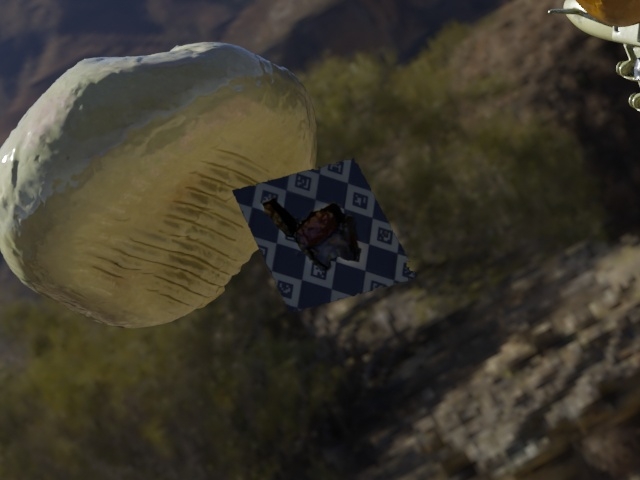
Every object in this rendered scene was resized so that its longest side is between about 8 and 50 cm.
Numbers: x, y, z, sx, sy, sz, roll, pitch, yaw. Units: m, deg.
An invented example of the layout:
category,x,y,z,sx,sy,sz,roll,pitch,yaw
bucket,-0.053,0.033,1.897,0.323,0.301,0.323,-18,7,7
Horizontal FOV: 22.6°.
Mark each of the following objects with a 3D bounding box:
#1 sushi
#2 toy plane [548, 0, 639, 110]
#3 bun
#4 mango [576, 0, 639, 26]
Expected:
category,x,y,z,sx,sy,sz,roll,pitch,yaw
sushi,0.000,0.000,1.324,0.126,0.120,0.026,-16,-21,-29
toy plane,0.277,-0.177,1.308,0.092,0.229,0.244,-8,19,-35
bun,-0.174,-0.075,1.611,0.361,0.213,0.361,-33,-28,-20
mango,0.209,-0.184,1.054,0.080,0.060,0.114,-43,-11,-12
